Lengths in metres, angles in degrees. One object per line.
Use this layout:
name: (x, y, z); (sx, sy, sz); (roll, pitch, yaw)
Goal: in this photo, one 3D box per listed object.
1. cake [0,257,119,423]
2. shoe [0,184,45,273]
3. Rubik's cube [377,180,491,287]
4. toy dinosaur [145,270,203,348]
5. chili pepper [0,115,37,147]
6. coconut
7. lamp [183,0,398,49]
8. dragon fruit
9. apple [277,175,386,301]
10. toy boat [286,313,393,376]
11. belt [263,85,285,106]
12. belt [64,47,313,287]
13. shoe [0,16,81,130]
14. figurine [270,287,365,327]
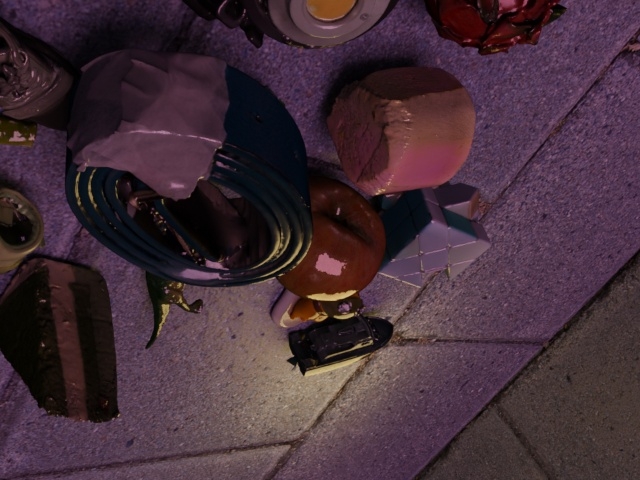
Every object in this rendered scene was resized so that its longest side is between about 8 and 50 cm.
cake: (-0.416, 0.157, 1.089); (0.158, 0.284, 0.172); (18, 102, -47)
shoe: (-0.508, -0.040, 0.915); (0.128, 0.140, 0.262); (-31, 149, 12)
Rubik's cube: (0.219, -0.045, 1.399); (0.224, 0.213, 0.265); (22, 128, -32)
toy dinosaur: (-0.317, 0.037, 1.177); (0.301, 0.087, 0.447); (11, 118, -44)
chili pepper: (-0.490, -0.145, 0.880); (0.202, 0.050, 0.051); (-9, 100, -27)
coconut: (0.154, -0.201, 1.162); (0.245, 0.233, 0.233); (-13, 139, -35)
lamp: (-0.002, -0.381, 0.795); (0.374, 0.272, 0.205); (-44, 144, 12)
dragon fruit: (0.252, -0.421, 1.011); (0.293, 0.233, 0.234); (31, 110, -36)
apple: (0.000, 0.000, 1.248); (0.261, 0.260, 0.194); (-2, 149, -36)
toy boat: (0.064, 0.256, 1.679); (0.296, 0.114, 0.122); (-13, 147, -25)
belt: (-0.084, -0.186, 1.074); (0.079, 0.121, 0.151); (-26, 141, -9)
belt: (-0.172, -0.083, 0.941); (0.300, 0.173, 0.436); (-16, 153, 12)
shoe: (-0.389, -0.202, 0.805); (0.109, 0.149, 0.293); (-41, 142, 5)
figurine: (0.011, 0.156, 1.507); (0.167, 0.141, 0.250); (17, 120, -48)
